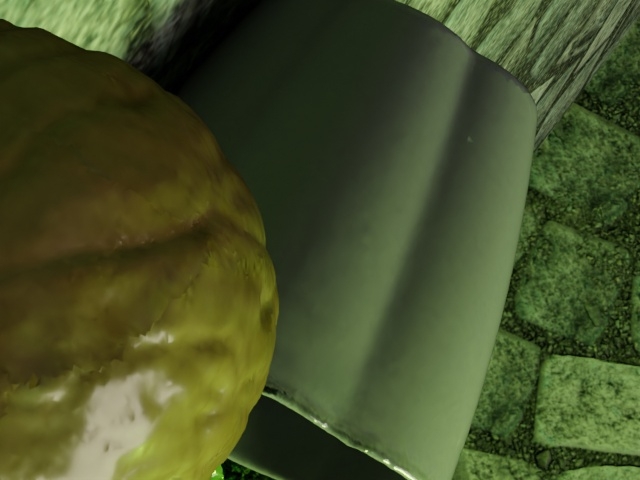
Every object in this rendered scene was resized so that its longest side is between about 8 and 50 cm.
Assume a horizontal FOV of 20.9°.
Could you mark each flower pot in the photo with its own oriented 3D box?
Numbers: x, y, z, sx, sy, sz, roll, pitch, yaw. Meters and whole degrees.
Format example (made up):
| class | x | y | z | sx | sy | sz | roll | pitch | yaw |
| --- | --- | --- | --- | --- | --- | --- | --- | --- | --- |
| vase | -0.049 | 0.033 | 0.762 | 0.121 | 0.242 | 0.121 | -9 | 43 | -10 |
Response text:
| class | x | y | z | sx | sy | sz | roll | pitch | yaw |
| --- | --- | --- | --- | --- | --- | --- | --- | --- | --- |
| flower pot | 0.000 | 0.000 | 0.978 | 0.243 | 0.265 | 0.265 | -63 | 173 | -13 |

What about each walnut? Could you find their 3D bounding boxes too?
| class | x | y | z | sx | sy | sz | roll | pitch | yaw |
| --- | --- | --- | --- | --- | --- | --- | --- | --- | --- |
| walnut | -0.121 | 0.033 | 0.564 | 0.228 | 0.228 | 0.228 | -52 | 171 | -12 |

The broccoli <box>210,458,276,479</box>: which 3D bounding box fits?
| class | x | y | z | sx | sy | sz | roll | pitch | yaw |
| --- | --- | --- | --- | --- | --- | --- | --- | --- | --- |
| broccoli | -0.018 | 0.140 | 1.390 | 0.297 | 0.297 | 0.297 | -35 | -179 | 29 |
